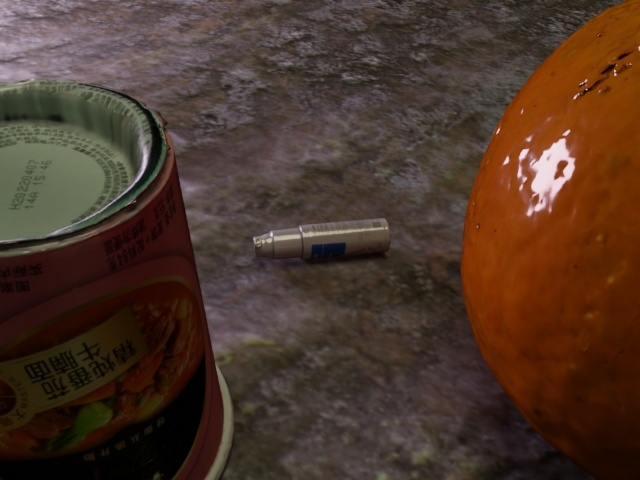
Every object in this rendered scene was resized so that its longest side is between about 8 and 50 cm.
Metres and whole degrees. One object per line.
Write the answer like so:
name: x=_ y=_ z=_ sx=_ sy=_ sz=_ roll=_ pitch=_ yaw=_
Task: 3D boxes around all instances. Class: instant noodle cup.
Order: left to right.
instant noodle cup: x=-0.172 y=0.045 z=0.503 sx=0.244 sy=0.255 sz=0.244 roll=3 pitch=41 yaw=-2

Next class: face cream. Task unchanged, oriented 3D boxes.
face cream: x=0.000 y=0.000 z=0.748 sx=0.130 sy=0.034 sz=0.034 roll=-5 pitch=40 yaw=-13

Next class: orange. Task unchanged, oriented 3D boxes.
orange: x=0.303 y=-0.004 z=0.522 sx=0.424 sy=0.326 sz=0.424 roll=2 pitch=21 yaw=-1
